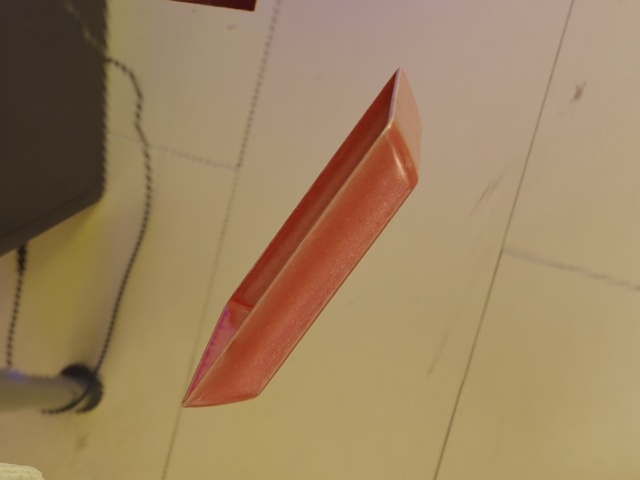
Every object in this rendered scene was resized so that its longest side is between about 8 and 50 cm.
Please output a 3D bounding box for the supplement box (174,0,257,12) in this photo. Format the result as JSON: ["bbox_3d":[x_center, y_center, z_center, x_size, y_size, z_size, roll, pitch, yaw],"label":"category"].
[{"bbox_3d":[-0.088,-0.279,1.296,0.081,0.188,0.104,7,126,-11],"label":"supplement box"}]

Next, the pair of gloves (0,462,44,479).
[{"bbox_3d":[-0.239,0.216,1.074,0.042,0.240,0.204,-42,134,19],"label":"pair of gloves"}]

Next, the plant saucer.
[{"bbox_3d":[0.000,0.000,1.218,0.048,0.259,0.258,35,104,-6],"label":"plant saucer"}]
